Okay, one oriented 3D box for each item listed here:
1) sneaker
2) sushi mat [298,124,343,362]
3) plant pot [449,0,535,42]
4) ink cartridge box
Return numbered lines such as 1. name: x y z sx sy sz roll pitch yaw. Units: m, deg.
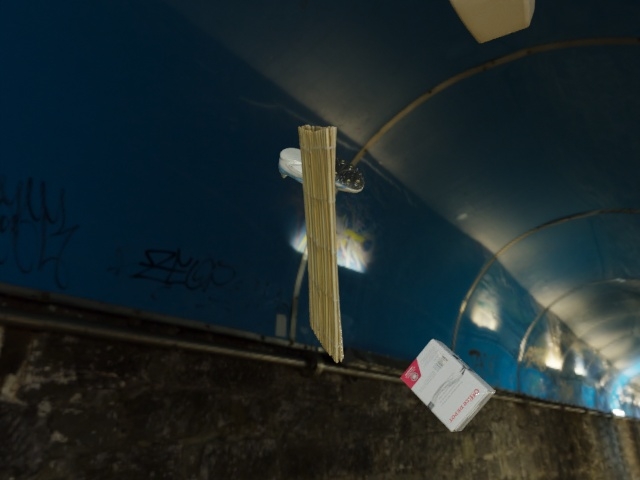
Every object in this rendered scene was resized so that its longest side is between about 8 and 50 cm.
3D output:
1. sneaker: 0.003 -0.162 1.277 0.237 0.085 0.086 22 -43 23
2. sushi mat: 0.000 0.000 0.719 0.019 0.316 0.151 -7 17 -15
3. plant pot: 0.256 -0.354 0.747 0.109 0.109 0.096 -8 -54 35
4. ink cartridge box: 0.256 0.292 1.040 0.109 0.150 0.063 -52 -36 8
